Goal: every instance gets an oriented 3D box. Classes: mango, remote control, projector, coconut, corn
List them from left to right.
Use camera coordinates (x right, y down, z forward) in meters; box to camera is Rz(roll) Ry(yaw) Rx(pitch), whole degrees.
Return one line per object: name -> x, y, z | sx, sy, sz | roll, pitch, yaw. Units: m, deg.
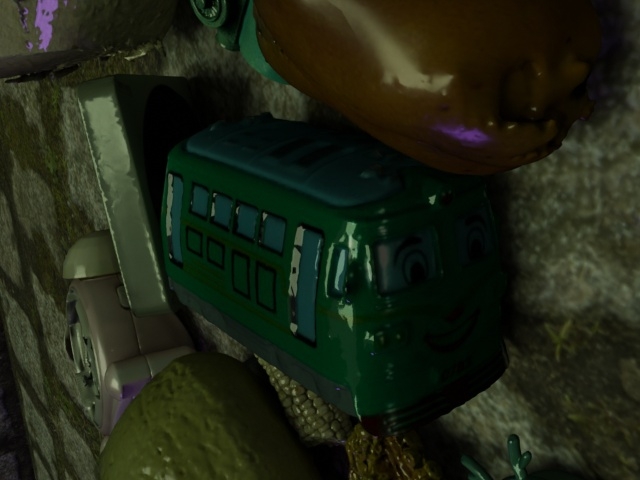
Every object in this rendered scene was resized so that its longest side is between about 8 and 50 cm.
coconut -> -0.312, -0.361, 0.753 | 0.346, 0.346, 0.360 | 55, 151, 21
projector -> -0.180, -0.067, 0.837 | 0.257, 0.079, 0.259 | -64, -37, -76
remote control -> -0.077, 0.182, 0.977 | 0.053, 0.018, 0.124 | 63, 146, 9
corn -> -0.026, 0.164, 0.837 | 0.087, 0.087, 0.210 | -28, 81, 56
mango -> 0.054, -0.149, 0.485 | 0.287, 0.201, 0.152 | 33, 112, 28

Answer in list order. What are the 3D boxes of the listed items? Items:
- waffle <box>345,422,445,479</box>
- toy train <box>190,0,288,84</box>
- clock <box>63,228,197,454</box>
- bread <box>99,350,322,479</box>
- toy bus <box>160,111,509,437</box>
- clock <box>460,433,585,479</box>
waffle -> 0.082, 0.271, 0.714 | 0.193, 0.070, 0.197 | -132, 30, -58
toy train -> -0.034, -0.262, 0.638 | 0.159, 0.101, 0.248 | 42, 140, 16
clock -> -0.348, 0.181, 1.223 | 0.325, 0.184, 0.342 | 53, 137, 31
bread -> -0.124, 0.302, 0.897 | 0.320, 0.237, 0.320 | 52, -178, -2
toy bus -> 0.000, 0.000, 0.636 | 0.344, 0.184, 0.199 | 23, 123, 46
clock -> 0.201, 0.264, 0.585 | 0.211, 0.066, 0.159 | 61, 145, 14
